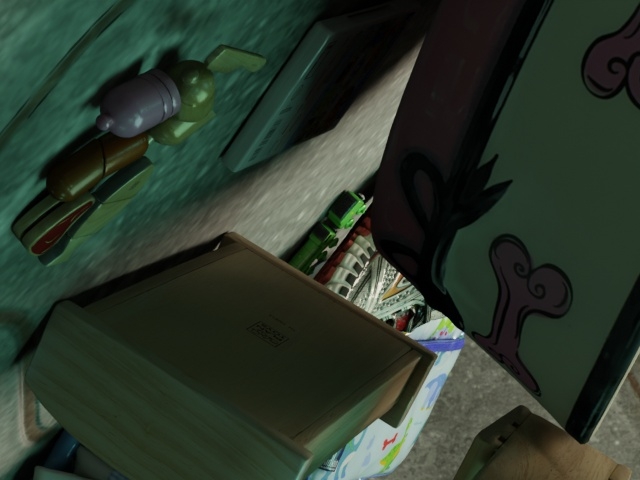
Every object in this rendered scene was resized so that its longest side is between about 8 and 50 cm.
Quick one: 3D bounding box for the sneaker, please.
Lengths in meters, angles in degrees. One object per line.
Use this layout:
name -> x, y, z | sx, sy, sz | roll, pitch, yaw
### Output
sneaker -> 0.048, 0.032, 1.153 | 0.225, 0.093, 0.088 | -51, -179, -26

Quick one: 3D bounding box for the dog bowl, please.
dog bowl -> 0.169, -0.108, 0.850 | 0.408, 0.150, 0.408 | -57, 168, -18

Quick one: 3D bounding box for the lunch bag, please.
lunch bag -> 0.031, 0.102, 1.302 | 0.176, 0.090, 0.219 | -66, 157, 6

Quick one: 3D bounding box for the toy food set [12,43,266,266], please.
toy food set -> -0.077, -0.036, 0.634 | 0.122, 0.019, 0.078 | -43, 172, 12

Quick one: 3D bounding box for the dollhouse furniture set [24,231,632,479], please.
dollhouse furniture set -> -0.049, 0.195, 0.860 | 0.303, 0.286, 0.198 | -64, 165, 20

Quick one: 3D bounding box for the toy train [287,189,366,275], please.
toy train -> 0.000, 0.000, 1.125 | 0.083, 0.017, 0.024 | -50, 161, 7

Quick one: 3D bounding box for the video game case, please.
video game case -> 0.002, -0.080, 0.831 | 0.087, 0.011, 0.122 | -54, 169, 25
